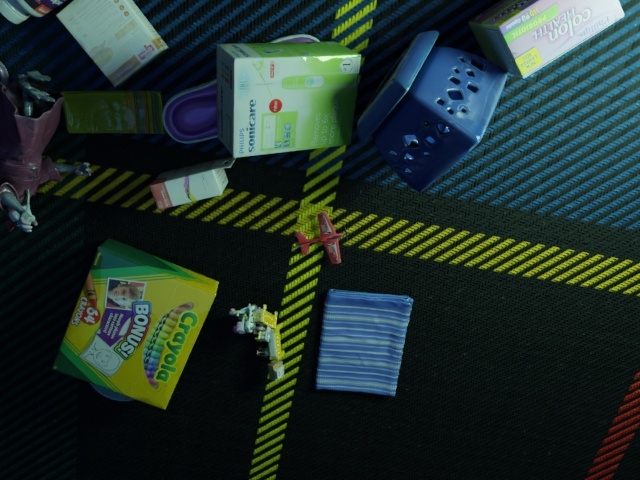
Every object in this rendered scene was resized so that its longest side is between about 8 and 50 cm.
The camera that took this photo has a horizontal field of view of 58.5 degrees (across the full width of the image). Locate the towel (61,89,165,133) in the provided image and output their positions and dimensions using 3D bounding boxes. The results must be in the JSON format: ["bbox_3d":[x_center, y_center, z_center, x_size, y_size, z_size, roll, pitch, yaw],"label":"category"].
[{"bbox_3d":[-0.490,-0.303,1.358,0.237,0.021,0.102,0,112,0],"label":"towel"}]

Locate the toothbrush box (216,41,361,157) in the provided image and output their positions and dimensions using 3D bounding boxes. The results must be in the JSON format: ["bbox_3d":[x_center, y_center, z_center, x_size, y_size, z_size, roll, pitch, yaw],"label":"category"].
[{"bbox_3d":[-0.071,-0.307,1.229,0.283,0.122,0.206,-9,124,-24],"label":"toothbrush box"}]

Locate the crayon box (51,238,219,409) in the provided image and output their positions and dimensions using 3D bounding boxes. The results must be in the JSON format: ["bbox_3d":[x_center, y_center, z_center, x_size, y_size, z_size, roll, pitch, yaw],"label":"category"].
[{"bbox_3d":[-0.484,0.224,1.511,0.313,0.106,0.363,23,102,-9],"label":"crayon box"}]

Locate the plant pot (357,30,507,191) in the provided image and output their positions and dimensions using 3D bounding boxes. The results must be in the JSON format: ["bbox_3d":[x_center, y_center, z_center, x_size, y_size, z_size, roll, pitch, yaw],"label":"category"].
[{"bbox_3d":[0.225,-0.285,1.227,0.212,0.236,0.236,34,149,-7],"label":"plant pot"}]

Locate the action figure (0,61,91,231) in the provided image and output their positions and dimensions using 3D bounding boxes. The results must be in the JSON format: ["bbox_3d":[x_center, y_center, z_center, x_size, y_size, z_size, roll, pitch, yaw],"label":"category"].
[{"bbox_3d":[-0.691,-0.181,1.286,0.275,0.248,0.370,23,114,-2],"label":"action figure"}]

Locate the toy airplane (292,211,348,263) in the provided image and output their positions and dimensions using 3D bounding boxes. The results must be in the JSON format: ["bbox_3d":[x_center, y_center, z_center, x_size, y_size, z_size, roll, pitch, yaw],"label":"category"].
[{"bbox_3d":[0.000,0.000,1.490,0.151,0.028,0.151,0,112,0],"label":"toy airplane"}]

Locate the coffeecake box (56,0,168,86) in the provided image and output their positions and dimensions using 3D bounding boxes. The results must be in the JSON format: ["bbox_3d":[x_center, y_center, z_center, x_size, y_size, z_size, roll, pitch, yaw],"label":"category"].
[{"bbox_3d":[-0.456,-0.461,1.265,0.142,0.068,0.185,-33,110,12],"label":"coffeecake box"}]

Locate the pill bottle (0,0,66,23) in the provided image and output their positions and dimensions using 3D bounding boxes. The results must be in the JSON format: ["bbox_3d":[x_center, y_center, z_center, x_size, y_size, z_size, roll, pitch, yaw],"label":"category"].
[{"bbox_3d":[-0.591,-0.543,1.207,0.193,0.108,0.108,-27,111,11],"label":"pill bottle"}]

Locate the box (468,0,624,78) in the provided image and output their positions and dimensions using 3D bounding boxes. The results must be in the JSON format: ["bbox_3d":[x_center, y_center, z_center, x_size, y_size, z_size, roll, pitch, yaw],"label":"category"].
[{"bbox_3d":[0.452,-0.459,1.186,0.213,0.243,0.117,-30,110,12],"label":"box"}]

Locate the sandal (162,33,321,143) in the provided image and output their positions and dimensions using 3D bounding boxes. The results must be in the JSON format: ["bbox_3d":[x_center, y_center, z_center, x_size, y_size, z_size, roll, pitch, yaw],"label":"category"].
[{"bbox_3d":[-0.168,-0.324,1.308,0.416,0.102,0.169,-26,113,8],"label":"sandal"}]

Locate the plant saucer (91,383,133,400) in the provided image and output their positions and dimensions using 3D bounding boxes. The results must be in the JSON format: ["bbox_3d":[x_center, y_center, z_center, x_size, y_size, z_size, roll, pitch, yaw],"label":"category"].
[{"bbox_3d":[-0.566,0.370,1.634,0.194,0.037,0.195,0,112,0],"label":"plant saucer"}]

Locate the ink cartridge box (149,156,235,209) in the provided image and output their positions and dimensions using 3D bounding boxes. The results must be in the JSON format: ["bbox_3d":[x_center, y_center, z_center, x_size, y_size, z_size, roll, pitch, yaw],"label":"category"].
[{"bbox_3d":[-0.294,-0.141,1.378,0.198,0.115,0.067,-13,112,5],"label":"ink cartridge box"}]

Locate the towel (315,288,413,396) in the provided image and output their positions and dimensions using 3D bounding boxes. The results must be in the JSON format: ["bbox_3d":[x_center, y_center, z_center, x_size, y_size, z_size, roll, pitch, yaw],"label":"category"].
[{"bbox_3d":[0.119,0.294,1.612,0.243,0.040,0.336,5,113,-2],"label":"towel"}]

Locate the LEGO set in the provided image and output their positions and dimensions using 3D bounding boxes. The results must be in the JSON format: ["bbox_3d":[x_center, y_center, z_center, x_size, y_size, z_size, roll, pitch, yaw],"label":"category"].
[{"bbox_3d":[-0.176,0.262,1.561,0.107,0.132,0.287,-1,138,17],"label":"LEGO set"}]
